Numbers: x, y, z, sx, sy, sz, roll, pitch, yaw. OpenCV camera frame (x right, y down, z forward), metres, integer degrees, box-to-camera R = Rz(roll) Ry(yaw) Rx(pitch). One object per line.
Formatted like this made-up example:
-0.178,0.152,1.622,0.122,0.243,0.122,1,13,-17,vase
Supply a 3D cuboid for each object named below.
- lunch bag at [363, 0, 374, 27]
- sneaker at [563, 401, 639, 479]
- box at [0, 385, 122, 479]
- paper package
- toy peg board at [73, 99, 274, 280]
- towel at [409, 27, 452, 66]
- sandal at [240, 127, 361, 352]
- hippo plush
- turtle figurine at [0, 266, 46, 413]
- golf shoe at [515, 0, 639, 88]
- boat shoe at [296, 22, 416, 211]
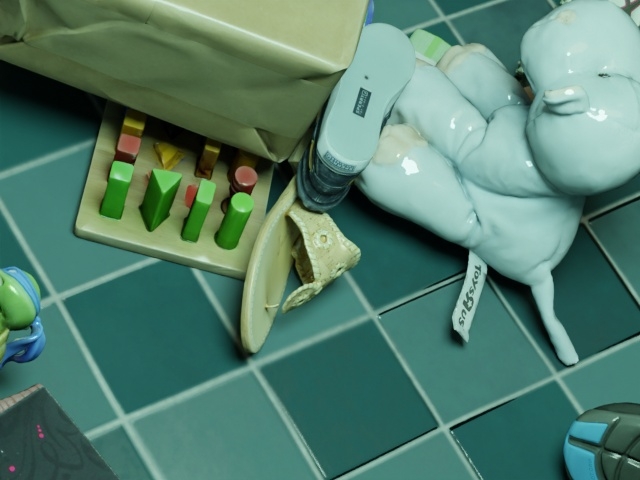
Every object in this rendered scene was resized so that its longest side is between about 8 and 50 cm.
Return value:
-0.021,-0.230,1.701,0.128,0.096,0.151,6,73,-16,lunch bag
0.373,0.209,1.559,0.340,0.125,0.140,17,29,-3,sneaker
-0.193,0.273,1.308,0.165,0.143,0.270,-34,74,-31,box
-0.104,-0.277,1.540,0.309,0.168,0.325,19,61,-11,paper package
-0.117,-0.069,1.577,0.161,0.079,0.161,15,57,-8,toy peg board
0.108,-0.131,1.718,0.113,0.023,0.152,31,56,1,towel
-0.001,-0.004,1.558,0.079,0.088,0.240,6,50,15,sandal
0.174,-0.089,1.559,0.234,0.236,0.294,14,59,-19,hippo plush
-0.344,0.065,1.309,0.197,0.275,0.266,21,57,31,turtle figurine
0.294,-0.217,1.782,0.120,0.105,0.273,41,57,1,golf shoe
0.025,-0.110,1.563,0.065,0.083,0.183,29,49,-6,boat shoe
